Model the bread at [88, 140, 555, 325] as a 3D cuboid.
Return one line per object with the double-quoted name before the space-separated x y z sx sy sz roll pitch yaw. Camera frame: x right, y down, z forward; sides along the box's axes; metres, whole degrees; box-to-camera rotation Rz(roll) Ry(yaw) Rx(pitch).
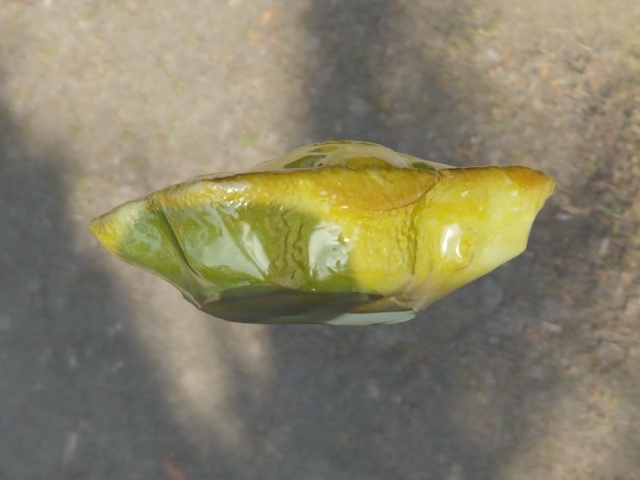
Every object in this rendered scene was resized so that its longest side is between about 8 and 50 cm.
"bread" 0.000 0.000 0.827 0.161 0.233 0.088 -27 65 52
